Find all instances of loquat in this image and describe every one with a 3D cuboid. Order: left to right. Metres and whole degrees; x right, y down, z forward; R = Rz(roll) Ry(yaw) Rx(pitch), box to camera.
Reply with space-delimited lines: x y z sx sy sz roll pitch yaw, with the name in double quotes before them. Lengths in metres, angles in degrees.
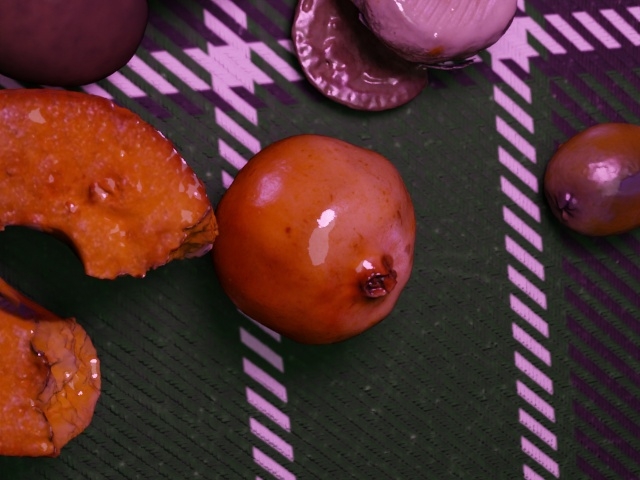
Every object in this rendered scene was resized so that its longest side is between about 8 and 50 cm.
"loquat" 0.397 -0.085 1.593 0.195 0.152 0.152 -25 102 -18

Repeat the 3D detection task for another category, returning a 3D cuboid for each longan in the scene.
"longan" -0.318 -0.284 1.356 0.248 0.248 0.248 -2 97 -14

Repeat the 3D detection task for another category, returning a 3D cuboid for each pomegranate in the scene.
"pomegranate" 0.000 0.000 1.445 0.264 0.264 0.264 -2 97 -14

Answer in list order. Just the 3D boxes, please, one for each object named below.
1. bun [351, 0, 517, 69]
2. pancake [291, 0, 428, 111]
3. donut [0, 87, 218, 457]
"bun" 0.135 -0.325 1.463 0.239 0.141 0.239 2 86 -26
"pancake" 0.068 -0.286 1.536 0.222 0.042 0.236 0 95 -17
"donut" -0.341 0.007 1.372 0.378 0.163 0.435 41 98 0
